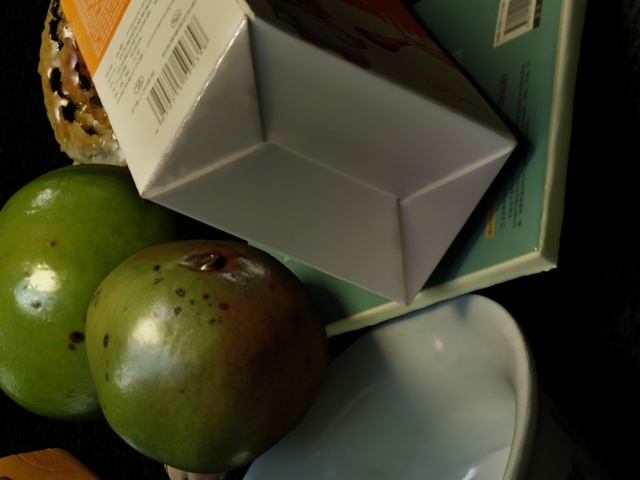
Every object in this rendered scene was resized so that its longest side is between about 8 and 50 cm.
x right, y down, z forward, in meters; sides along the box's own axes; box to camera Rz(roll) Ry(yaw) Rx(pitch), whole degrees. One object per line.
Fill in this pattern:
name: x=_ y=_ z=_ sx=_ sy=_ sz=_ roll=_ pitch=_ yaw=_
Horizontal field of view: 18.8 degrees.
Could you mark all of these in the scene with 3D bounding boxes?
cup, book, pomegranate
cup: x=0.076 y=0.222 z=1.315 sx=0.347 sy=0.163 sz=0.347 roll=-43 pitch=26 yaw=27
book: x=0.057 y=-0.062 z=1.429 sx=0.379 sy=0.031 sz=0.264 roll=-21 pitch=52 yaw=52
pomegranate: x=-0.086 y=0.102 z=1.400 sx=0.180 sy=0.180 sz=0.209 roll=49 pitch=139 yaw=43
pomegranate: x=-0.246 y=0.036 z=1.716 sx=0.236 sy=0.302 sz=0.236 roll=13 pitch=-90 yaw=-87

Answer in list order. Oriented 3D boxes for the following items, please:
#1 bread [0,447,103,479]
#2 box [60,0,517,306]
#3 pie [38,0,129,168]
bread: x=-0.273 y=0.291 z=1.860 sx=0.169 sy=0.160 sz=0.140 roll=26 pitch=111 yaw=51
box: x=-0.037 y=-0.126 z=1.365 sx=0.143 sy=0.225 sz=0.341 roll=-57 pitch=30 yaw=18
pie: x=-0.182 y=-0.183 z=1.797 sx=0.308 sy=0.085 sz=0.308 roll=2 pitch=93 yaw=54
